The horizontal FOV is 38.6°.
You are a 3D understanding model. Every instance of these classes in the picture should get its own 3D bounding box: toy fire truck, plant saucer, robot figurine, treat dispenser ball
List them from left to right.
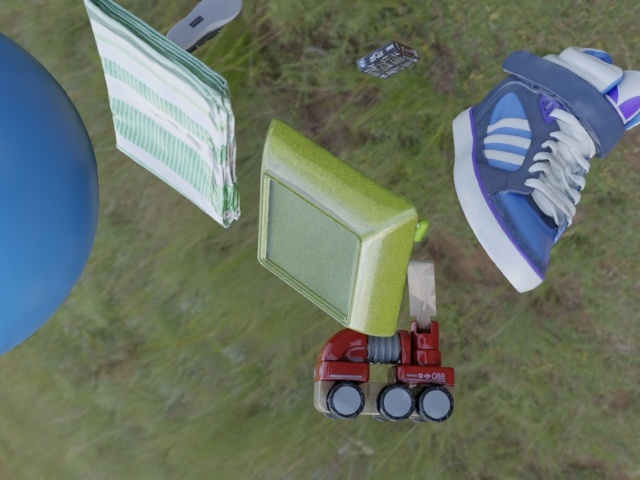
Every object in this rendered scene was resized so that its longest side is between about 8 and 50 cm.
[{"bbox_3d":[-0.317,-0.036,0.699,0.288,0.288,0.288,29,140,27],"label":"treat dispenser ball"},{"bbox_3d":[0.000,0.000,0.919,0.188,0.045,0.188,35,142,26],"label":"plant saucer"},{"bbox_3d":[0.107,0.161,1.444,0.158,0.217,0.246,125,148,-75],"label":"toy fire truck"},{"bbox_3d":[0.115,-0.037,1.398,0.101,0.115,0.067,22,98,-1],"label":"robot figurine"}]

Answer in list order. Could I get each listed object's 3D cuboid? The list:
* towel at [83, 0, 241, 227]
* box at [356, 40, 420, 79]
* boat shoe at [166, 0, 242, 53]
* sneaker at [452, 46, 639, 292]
[{"bbox_3d":[-0.210,-0.165,1.242,0.248,0.038,0.325,36,156,15],"label":"towel"},{"bbox_3d":[0.102,-0.269,1.366,0.067,0.083,0.018,-26,77,30],"label":"box"},{"bbox_3d":[-0.173,-0.317,1.345,0.049,0.142,0.040,43,153,10],"label":"boat shoe"},{"bbox_3d":[0.284,-0.109,1.060,0.236,0.323,0.130,-30,123,23],"label":"sneaker"}]
